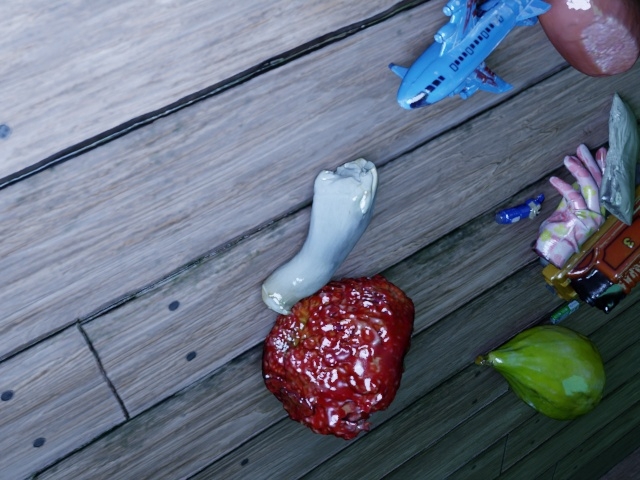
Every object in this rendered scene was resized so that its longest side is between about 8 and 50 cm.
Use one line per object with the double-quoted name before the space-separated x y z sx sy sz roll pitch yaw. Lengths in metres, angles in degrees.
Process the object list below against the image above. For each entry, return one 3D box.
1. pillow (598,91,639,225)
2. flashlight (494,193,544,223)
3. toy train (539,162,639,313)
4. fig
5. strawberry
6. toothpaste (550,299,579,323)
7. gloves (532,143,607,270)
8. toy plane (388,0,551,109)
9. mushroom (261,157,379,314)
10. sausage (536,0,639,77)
"pillow" 0.577 -0.154 1.496 0.148 0.050 0.229 33 64 -53
"flashlight" 0.388 -0.053 1.510 0.121 0.035 0.057 -17 136 -32
"toy train" 0.623 -0.011 1.606 0.369 0.231 0.163 -47 143 5
"fig" 0.533 0.318 1.837 0.314 0.233 0.233 -1 126 -49
"strawberry" 0.022 0.180 1.261 0.220 0.274 0.274 22 114 -11
"toothpaste" 0.607 0.178 1.945 0.083 0.017 0.020 -30 140 -18
"gloves" 0.501 -0.066 1.518 0.241 0.126 0.145 -55 143 7
"toy plane" 0.201 -0.273 1.075 0.271 0.105 0.254 -36 141 -9
"mushroom" 0.002 0.000 1.161 0.096 0.099 0.278 9 122 -40
"sausage" 0.409 -0.337 1.181 0.254 0.148 0.148 20 110 -48
